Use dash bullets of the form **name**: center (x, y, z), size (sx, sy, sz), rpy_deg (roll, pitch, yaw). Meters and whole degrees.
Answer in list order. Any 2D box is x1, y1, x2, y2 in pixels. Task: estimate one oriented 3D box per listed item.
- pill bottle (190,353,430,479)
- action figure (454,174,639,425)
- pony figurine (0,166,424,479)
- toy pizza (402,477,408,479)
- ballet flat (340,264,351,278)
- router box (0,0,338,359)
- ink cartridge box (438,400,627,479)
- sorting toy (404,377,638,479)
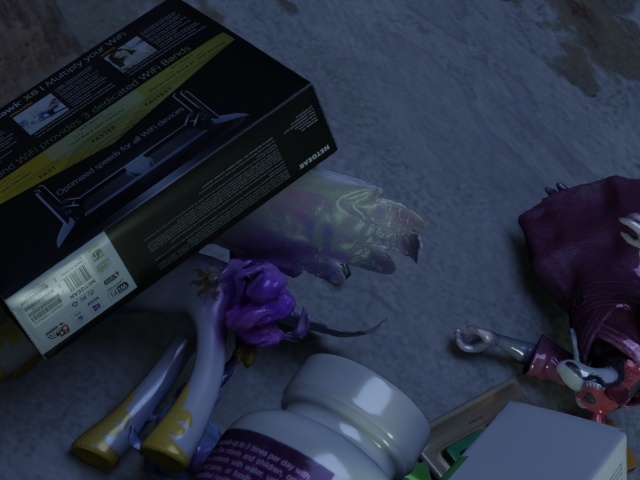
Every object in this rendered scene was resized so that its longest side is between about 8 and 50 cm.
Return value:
- **pill bottle**: center (-0.038, 0.244, 1.052), size (0.169, 0.169, 0.301), rpy_deg (35, 65, 0)
- **action figure**: center (0.329, 0.093, 1.524), size (0.276, 0.248, 0.370), rpy_deg (46, 35, -29)
- **pony figurine**: center (-0.113, 0.042, 1.234), size (0.351, 0.303, 0.363), rpy_deg (25, 58, 3)
- **toy pizza**: center (0.021, 0.276, 1.228), size (0.201, 0.032, 0.201), rpy_deg (13, 40, -11)
- **ballet flat**: center (0.000, 0.000, 1.481), size (0.041, 0.041, 0.114), rpy_deg (0, 52, -31)
- **router box**: center (-0.179, -0.068, 1.152), size (0.309, 0.081, 0.243), rpy_deg (-36, 43, -14)
- **ink cartridge box**: center (0.172, 0.313, 1.126), size (0.117, 0.278, 0.201), rpy_deg (11, 32, 33)
- **sorting toy**: center (0.216, 0.243, 1.383), size (0.348, 0.047, 0.196), rpy_deg (-21, 65, -42)
